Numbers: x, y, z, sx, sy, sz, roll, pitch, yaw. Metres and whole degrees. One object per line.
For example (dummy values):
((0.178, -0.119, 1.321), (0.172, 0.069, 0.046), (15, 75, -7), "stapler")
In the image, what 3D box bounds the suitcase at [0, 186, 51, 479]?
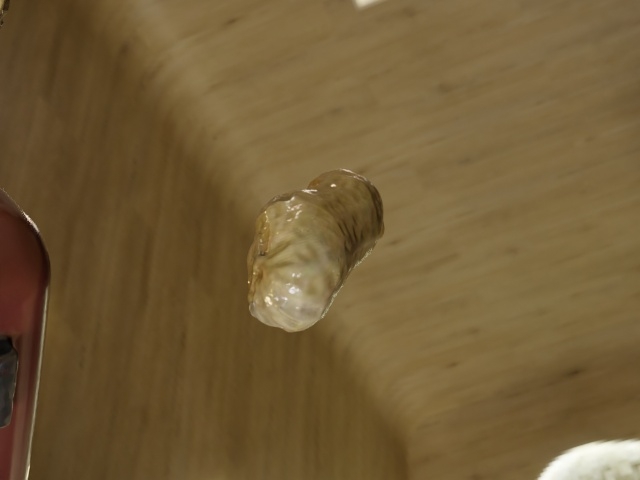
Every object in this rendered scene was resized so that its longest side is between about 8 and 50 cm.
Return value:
((-0.242, 0.078, 0.503), (0.161, 0.297, 0.236), (-15, -140, -42), "suitcase")

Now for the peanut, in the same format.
((0.000, 0.000, 0.954), (0.214, 0.099, 0.100), (-38, -71, -57), "peanut")

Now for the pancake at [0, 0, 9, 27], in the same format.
((-0.169, -0.183, 0.611), (0.049, 0.282, 0.282), (18, -139, -22), "pancake")
